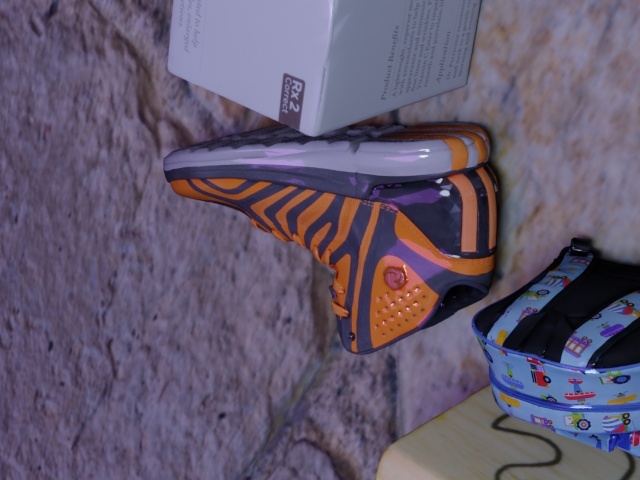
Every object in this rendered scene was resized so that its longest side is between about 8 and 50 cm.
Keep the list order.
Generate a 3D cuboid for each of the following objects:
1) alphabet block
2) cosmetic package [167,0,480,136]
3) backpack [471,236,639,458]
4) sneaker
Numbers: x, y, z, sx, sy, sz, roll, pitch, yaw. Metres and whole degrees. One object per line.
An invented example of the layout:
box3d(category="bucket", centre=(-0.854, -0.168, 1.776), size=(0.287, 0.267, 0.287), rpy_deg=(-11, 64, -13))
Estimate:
box3d(category="alphabet block", centre=(0.160, 0.241, 1.003), size=(0.197, 0.192, 0.193), rpy_deg=(28, 121, 31))
box3d(category="cosmetic package", centre=(0.008, -0.185, 0.986), size=(0.151, 0.183, 0.151), rpy_deg=(27, 121, 33))
box3d(category="backpack", centre=(0.191, 0.082, 0.925), size=(0.158, 0.173, 0.117), rpy_deg=(15, 115, 38))
box3d(category="sneaker", centre=(0.000, 0.000, 1.105), size=(0.321, 0.124, 0.180), rpy_deg=(5, 108, 41))
